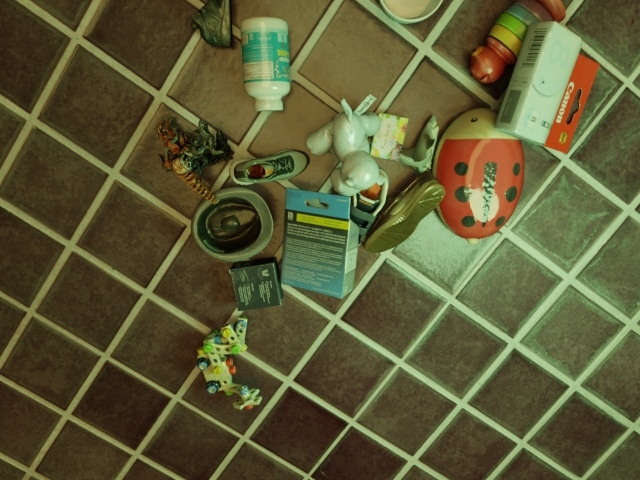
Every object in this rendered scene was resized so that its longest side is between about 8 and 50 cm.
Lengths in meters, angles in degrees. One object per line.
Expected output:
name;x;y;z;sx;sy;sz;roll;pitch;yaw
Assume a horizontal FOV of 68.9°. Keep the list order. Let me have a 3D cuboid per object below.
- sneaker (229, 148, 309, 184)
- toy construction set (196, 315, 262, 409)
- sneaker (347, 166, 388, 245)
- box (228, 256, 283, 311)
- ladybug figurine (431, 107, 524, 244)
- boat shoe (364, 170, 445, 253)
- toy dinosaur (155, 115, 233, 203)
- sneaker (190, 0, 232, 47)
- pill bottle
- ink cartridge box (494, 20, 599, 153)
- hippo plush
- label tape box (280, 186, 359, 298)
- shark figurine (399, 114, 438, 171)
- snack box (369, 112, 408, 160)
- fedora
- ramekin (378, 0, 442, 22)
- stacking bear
sneaker;-0.152;-0.231;1.511;0.271;0.108;0.100;-17;110;-26
toy construction set;-0.328;0.453;1.691;0.214;0.151;0.328;-15;92;3
sneaker;0.128;-0.098;1.568;0.126;0.127;0.321;20;104;-7
box;-0.222;0.151;1.638;0.158;0.093;0.156;-8;103;2
ladybug figurine;0.525;-0.202;1.526;0.304;0.162;0.450;-3;104;0
boat shoe;0.266;-0.096;1.582;0.123;0.123;0.342;18;126;-36
toy dinosaur;-0.407;-0.267;1.508;0.218;0.164;0.322;-32;100;11
sneaker;-0.338;-0.719;1.433;0.130;0.087;0.228;1;109;-7
pill bottle;-0.168;-0.539;1.447;0.146;0.146;0.264;-2;104;0
ink cartridge box;0.729;-0.442;1.424;0.384;0.091;0.308;7;104;-31
hippo plush;0.121;-0.269;1.438;0.234;0.294;0.237;-17;83;-33
label tape box;0.000;0.000;1.551;0.240;0.106;0.334;11;105;26
shark figurine;0.306;-0.274;1.498;0.116;0.278;0.166;11;132;16
snack box;0.226;-0.344;1.553;0.100;0.037;0.141;11;103;-2
fedora;-0.292;-0.059;1.571;0.275;0.124;0.244;-26;102;5
ramekin;0.267;-0.764;1.417;0.207;0.109;0.207;0;103;-1
stacking bear;0.581;-0.617;1.435;0.164;0.175;0.289;33;111;-26
